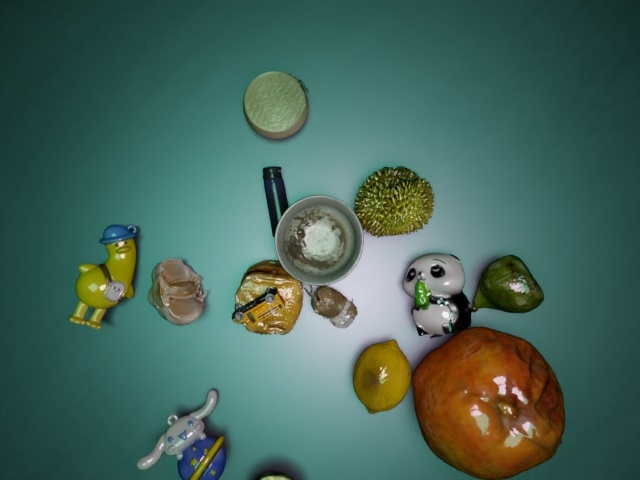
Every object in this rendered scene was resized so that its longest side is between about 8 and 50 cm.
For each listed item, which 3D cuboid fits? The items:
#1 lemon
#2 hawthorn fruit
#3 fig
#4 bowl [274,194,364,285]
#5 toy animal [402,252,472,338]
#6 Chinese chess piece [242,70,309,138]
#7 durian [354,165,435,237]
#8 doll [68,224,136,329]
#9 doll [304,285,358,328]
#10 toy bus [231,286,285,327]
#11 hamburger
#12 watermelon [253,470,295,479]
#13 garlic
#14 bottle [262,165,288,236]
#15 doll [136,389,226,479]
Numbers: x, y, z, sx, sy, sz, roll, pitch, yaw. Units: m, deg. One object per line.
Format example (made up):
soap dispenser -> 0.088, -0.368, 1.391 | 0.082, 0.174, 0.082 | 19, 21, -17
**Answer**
lemon -> 0.200, 0.446, 1.506 | 0.188, 0.188, 0.257 | 16, 89, 1
hawthorn fruit -> 0.514, 0.492, 1.387 | 0.470, 0.472, 0.473 | 0, 87, 0
fig -> 0.594, 0.168, 1.531 | 0.235, 0.203, 0.203 | -32, 88, 20
bowl -> 0.000, 0.000, 1.524 | 0.288, 0.146, 0.290 | 0, 90, 4
toy animal -> 0.379, 0.176, 1.507 | 0.212, 0.212, 0.267 | -16, 89, -1
Chinese chess piece -> -0.151, -0.467, 1.596 | 0.237, 0.092, 0.238 | 0, 87, 1
durian -> 0.235, -0.112, 1.502 | 0.290, 0.291, 0.225 | -7, 127, -1
doll -> -0.711, 0.114, 1.558 | 0.199, 0.145, 0.364 | 31, 76, -38
doll -> 0.027, 0.213, 1.541 | 0.221, 0.115, 0.105 | 29, 131, -23
toy bus -> -0.191, 0.212, 1.418 | 0.162, 0.069, 0.074 | -30, 106, 0
hamburger -> -0.166, 0.187, 1.534 | 0.244, 0.163, 0.245 | 0, 94, -5
watermelon -> -0.143, 0.865, 1.514 | 0.232, 0.127, 0.204 | 38, 88, 3
garlic -> -0.492, 0.186, 1.548 | 0.142, 0.177, 0.230 | -37, 68, 28
bottle -> -0.152, -0.136, 1.592 | 0.072, 0.082, 0.245 | -7, 87, -45
doll -> -0.402, 0.667, 1.531 | 0.242, 0.160, 0.311 | 26, 64, 13
